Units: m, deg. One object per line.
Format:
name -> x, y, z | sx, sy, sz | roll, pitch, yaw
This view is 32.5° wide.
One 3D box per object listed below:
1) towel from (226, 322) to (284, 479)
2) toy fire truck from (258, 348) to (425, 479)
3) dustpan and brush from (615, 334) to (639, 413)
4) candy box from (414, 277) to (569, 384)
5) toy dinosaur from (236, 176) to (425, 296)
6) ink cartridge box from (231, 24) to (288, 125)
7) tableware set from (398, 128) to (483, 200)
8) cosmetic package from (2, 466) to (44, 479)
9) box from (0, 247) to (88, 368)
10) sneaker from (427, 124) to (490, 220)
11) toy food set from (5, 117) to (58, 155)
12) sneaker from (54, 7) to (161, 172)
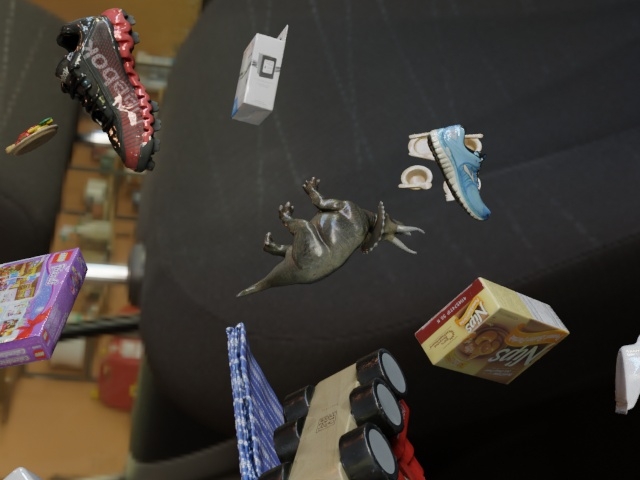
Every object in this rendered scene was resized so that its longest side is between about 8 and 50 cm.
towel -> -0.072, 0.314, 1.605 | 0.336, 0.040, 0.243 | -101, -8, -45
toy fire truck -> 0.051, 0.268, 1.063 | 0.246, 0.158, 0.217 | 56, -162, -14
dustpan and brush -> 0.588, 0.217, 2.042 | 0.147, 0.060, 0.211 | 49, -138, -80
candy box -> 0.356, 0.192, 2.248 | 0.183, 0.316, 0.087 | -43, 56, 20
toy dinosaur -> 0.000, 0.000, 1.790 | 0.160, 0.313, 0.121 | 41, 152, 39
ink cartridge box -> -0.117, -0.323, 2.103 | 0.104, 0.060, 0.180 | 148, 134, -69
tableware set -> 0.218, -0.136, 1.948 | 0.020, 0.141, 0.168 | 75, -158, -52
cosmetic package -> -0.425, 0.608, 1.570 | 0.329, 0.394, 0.327 | 41, 166, 27
box -> -0.562, 0.129, 2.026 | 0.293, 0.201, 0.057 | -84, -20, -59
sneaker -> 0.225, -0.103, 1.664 | 0.162, 0.073, 0.063 | 62, -178, -18
toy food set -> -0.425, -0.152, 1.624 | 0.020, 0.083, 0.083 | 58, 155, -1
sneaker -> -0.327, -0.223, 1.657 | 0.097, 0.135, 0.276 | -43, 60, 56
